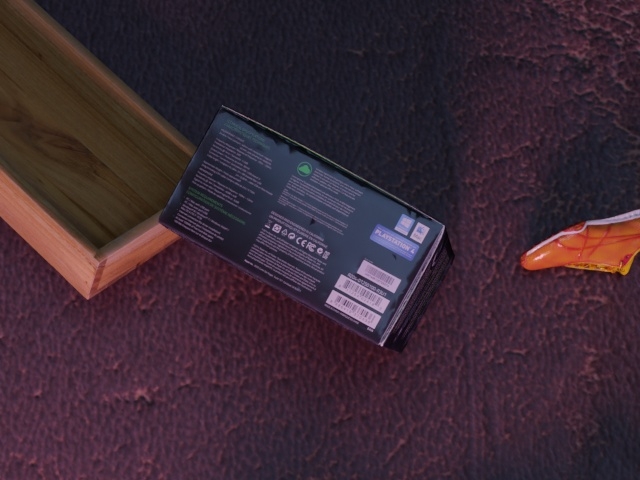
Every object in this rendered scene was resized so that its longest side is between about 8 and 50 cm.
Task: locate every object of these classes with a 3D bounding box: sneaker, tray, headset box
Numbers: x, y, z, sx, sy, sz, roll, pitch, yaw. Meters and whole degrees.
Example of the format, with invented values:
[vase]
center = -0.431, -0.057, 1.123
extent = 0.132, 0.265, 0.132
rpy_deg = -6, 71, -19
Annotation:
[sneaker]
center = 0.307, 0.009, 1.436
extent = 0.175, 0.064, 0.067
rpy_deg = -13, 81, -2
[tray]
center = -0.319, -0.135, 1.438
extent = 0.411, 0.076, 0.203
rpy_deg = 42, 48, 13
[headset box]
center = 0.000, 0.000, 1.329
extent = 0.246, 0.283, 0.131
rpy_deg = 29, 88, 11
